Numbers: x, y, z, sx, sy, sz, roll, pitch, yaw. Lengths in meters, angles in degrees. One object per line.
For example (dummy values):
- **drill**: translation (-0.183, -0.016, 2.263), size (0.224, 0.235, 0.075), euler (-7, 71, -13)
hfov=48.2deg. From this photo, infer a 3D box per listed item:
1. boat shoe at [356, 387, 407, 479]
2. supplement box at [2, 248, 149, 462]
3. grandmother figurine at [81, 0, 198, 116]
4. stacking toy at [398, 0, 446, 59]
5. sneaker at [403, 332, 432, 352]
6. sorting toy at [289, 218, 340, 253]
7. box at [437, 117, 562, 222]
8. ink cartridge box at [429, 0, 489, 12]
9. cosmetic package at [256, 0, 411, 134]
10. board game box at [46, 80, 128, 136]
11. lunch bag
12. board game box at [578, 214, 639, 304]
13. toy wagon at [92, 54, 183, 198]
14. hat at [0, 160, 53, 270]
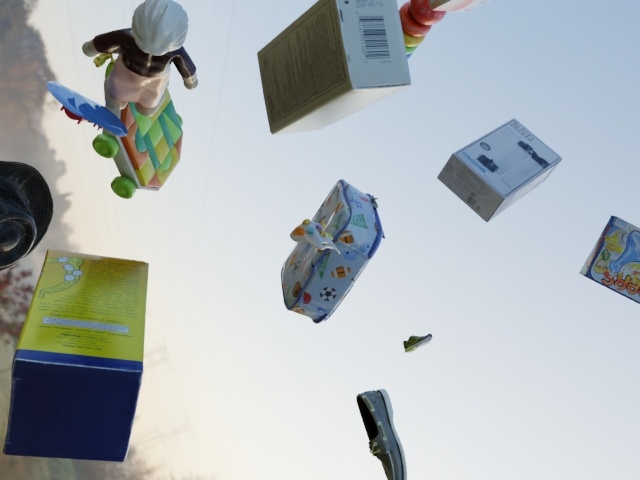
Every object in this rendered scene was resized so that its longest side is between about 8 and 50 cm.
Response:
- **boat shoe**: translation (0.180, 0.589, 2.117), size (0.109, 0.091, 0.305), euler (113, -31, -53)
- **supplement box**: translation (-0.419, 0.189, 1.264), size (0.356, 0.195, 0.194), euler (-112, -145, -61)
- **grandmother figurine**: translation (-0.314, -0.326, 1.274), size (0.342, 0.208, 0.104), euler (155, -67, -62)
- **stacking toy**: translation (0.203, -0.509, 1.750), size (0.330, 0.141, 0.141), euler (-33, -102, 59)
- **sneaker**: translation (0.232, 0.241, 1.729), size (0.083, 0.031, 0.035), euler (-34, -113, 25)
- **sorting toy**: translation (0.000, 0.000, 1.317), size (0.075, 0.083, 0.045), euler (45, -66, 43)
- **box**: translation (0.438, -0.177, 1.738), size (0.169, 0.290, 0.087), euler (46, -41, 18)
- **ink cartridge box**: translation (0.328, -0.512, 1.440), size (0.179, 0.145, 0.045), euler (-11, -86, 43)
- **cosmetic package**: translation (0.011, -0.289, 1.195), size (0.309, 0.113, 0.160), euler (-8, -88, 64)
- **board game box**: translation (-0.446, -0.236, 1.352), size (0.033, 0.168, 0.133), euler (-52, -136, 13)
- **lunch bag**: translation (0.025, 0.017, 1.610), size (0.303, 0.115, 0.243), euler (-54, -160, 22)
- **board game box**: translation (0.643, 0.054, 1.434), size (0.035, 0.201, 0.136), euler (-83, -161, -82)
- **toy wagon**: translation (-0.409, -0.271, 1.601), size (0.068, 0.267, 0.344), euler (8, -41, 17)
- **hat**: translation (-0.708, -0.016, 1.504), size (0.134, 0.331, 0.331), euler (45, -31, 37)
